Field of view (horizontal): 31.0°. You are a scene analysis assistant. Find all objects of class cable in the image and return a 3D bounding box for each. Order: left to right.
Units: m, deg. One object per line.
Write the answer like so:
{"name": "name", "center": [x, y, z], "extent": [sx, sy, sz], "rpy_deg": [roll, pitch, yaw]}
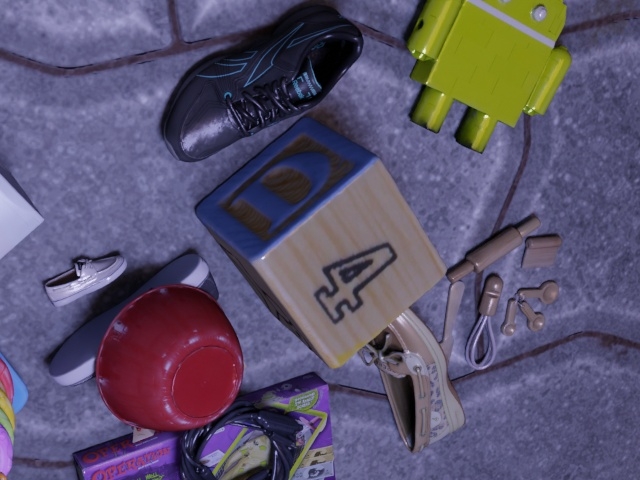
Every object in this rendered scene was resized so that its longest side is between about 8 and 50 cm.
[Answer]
{"name": "cable", "center": [-0.113, 0.279, 1.487], "extent": [0.184, 0.047, 0.150], "rpy_deg": [20, 105, -41]}

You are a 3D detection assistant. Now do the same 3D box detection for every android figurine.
{"name": "android figurine", "center": [0.225, -0.255, 1.506], "extent": [0.248, 0.056, 0.272], "rpy_deg": [22, 100, -34]}

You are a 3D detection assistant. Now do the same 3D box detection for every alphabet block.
{"name": "alphabet block", "center": [0.000, 0.000, 1.401], "extent": [0.193, 0.192, 0.197], "rpy_deg": [-40, 124, -8]}

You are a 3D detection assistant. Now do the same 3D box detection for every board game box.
{"name": "board game box", "center": [-0.142, 0.322, 1.540], "extent": [0.347, 0.056, 0.208], "rpy_deg": [-16, 121, -24]}

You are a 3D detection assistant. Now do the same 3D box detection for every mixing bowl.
{"name": "mixing bowl", "center": [-0.157, 0.151, 1.340], "extent": [0.181, 0.098, 0.181], "rpy_deg": [-12, 110, -34]}

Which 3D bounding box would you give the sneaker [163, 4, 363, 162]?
{"name": "sneaker", "center": [-0.065, -0.181, 1.342], "extent": [0.267, 0.106, 0.101], "rpy_deg": [-40, 125, -8]}

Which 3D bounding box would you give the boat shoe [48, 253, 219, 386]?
{"name": "boat shoe", "center": [-0.218, 0.110, 1.396], "extent": [0.228, 0.080, 0.076], "rpy_deg": [-41, 123, -18]}

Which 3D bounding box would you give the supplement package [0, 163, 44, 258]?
{"name": "supplement package", "center": [-0.431, -0.040, 1.165], "extent": [0.203, 0.149, 0.194], "rpy_deg": [-43, 124, -7]}

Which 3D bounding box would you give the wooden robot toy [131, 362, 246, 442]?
{"name": "wooden robot toy", "center": [-0.178, 0.178, 1.449], "extent": [0.173, 0.076, 0.079], "rpy_deg": [-31, 111, -15]}

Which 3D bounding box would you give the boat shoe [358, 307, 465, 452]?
{"name": "boat shoe", "center": [0.119, 0.184, 1.594], "extent": [0.089, 0.104, 0.285], "rpy_deg": [-37, 124, -15]}

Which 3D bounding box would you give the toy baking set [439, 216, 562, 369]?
{"name": "toy baking set", "center": [0.259, 0.086, 1.677], "extent": [0.256, 0.030, 0.196], "rpy_deg": [-29, 121, -17]}

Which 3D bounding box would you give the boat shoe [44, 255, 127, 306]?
{"name": "boat shoe", "center": [-0.277, 0.039, 1.355], "extent": [0.100, 0.035, 0.035], "rpy_deg": [-27, 124, -10]}

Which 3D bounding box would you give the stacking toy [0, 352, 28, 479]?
{"name": "stacking toy", "center": [-0.378, 0.213, 1.205], "extent": [0.166, 0.302, 0.175], "rpy_deg": [-35, 124, -13]}
